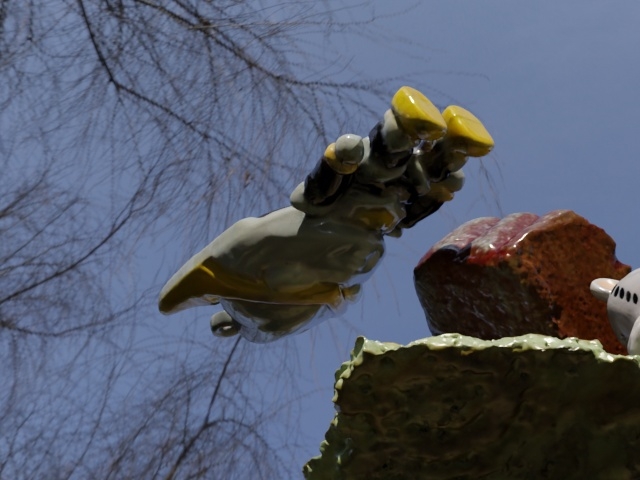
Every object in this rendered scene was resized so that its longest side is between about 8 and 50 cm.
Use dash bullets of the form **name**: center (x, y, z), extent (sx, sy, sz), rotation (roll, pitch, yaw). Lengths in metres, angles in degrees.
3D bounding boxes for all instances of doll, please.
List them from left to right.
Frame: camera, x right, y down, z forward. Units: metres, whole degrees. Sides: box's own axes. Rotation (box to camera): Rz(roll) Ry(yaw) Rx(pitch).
- **doll**: center (0.004, 0.001, 0.663), extent (0.316, 0.145, 0.103), rotation (-45, -109, 35)

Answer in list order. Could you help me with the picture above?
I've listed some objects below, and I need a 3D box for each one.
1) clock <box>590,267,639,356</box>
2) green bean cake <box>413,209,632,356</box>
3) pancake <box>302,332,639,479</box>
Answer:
- **clock**: center (0.277, 0.060, 0.545), extent (0.176, 0.117, 0.080), rotation (10, -72, 0)
- **green bean cake**: center (0.193, 0.089, 0.656), extent (0.198, 0.097, 0.233), rotation (-8, -69, 52)
- **pancake**: center (0.075, 0.136, 0.489), extent (0.376, 0.054, 0.197), rotation (-32, -69, 20)
